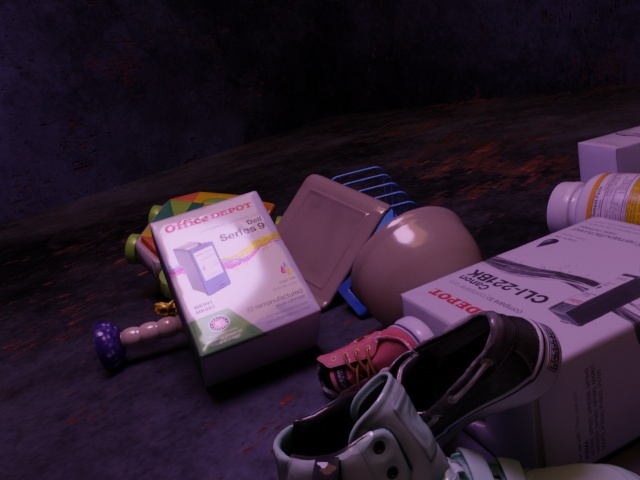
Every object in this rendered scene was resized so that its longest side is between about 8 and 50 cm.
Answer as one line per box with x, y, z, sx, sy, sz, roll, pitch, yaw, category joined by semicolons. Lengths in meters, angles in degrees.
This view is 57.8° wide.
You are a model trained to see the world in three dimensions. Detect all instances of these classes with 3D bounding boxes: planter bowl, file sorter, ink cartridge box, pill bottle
0.132;0.056;0.686;0.161;0.162;0.109;-18;44;-17;planter bowl
0.093;-0.047;1.021;0.118;0.105;0.170;-15;31;-9;file sorter
0.243;0.083;0.555;0.272;0.114;0.197;-20;19;-18;ink cartridge box
-0.113;0.055;0.750;0.154;0.093;0.212;-18;55;-17;ink cartridge box
0.424;-0.033;0.785;0.117;0.118;0.208;-25;21;-34;pill bottle

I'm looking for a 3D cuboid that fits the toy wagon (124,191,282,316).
-0.209;0.012;1.045;0.267;0.068;0.344;5;29;4;toy wagon

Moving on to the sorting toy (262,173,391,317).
0.000;0.000;0.922;0.347;0.047;0.196;28;80;41;sorting toy

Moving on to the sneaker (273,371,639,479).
0.094;0.155;0.374;0.255;0.151;0.094;-12;16;-1;sneaker

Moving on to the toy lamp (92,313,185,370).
-0.173;0.112;0.821;0.274;0.080;0.080;-18;18;-7;toy lamp

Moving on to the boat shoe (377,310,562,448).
0.080;0.116;0.455;0.070;0.219;0.078;20;44;-23;boat shoe

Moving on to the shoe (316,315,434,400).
0.051;0.126;0.575;0.081;0.064;0.178;-23;-8;-19;shoe

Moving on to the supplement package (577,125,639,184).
0.576;-0.143;1.044;0.179;0.105;0.105;-16;18;-10;supplement package
